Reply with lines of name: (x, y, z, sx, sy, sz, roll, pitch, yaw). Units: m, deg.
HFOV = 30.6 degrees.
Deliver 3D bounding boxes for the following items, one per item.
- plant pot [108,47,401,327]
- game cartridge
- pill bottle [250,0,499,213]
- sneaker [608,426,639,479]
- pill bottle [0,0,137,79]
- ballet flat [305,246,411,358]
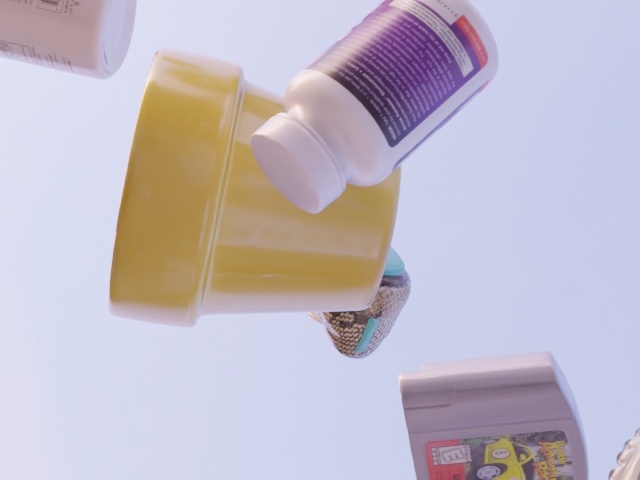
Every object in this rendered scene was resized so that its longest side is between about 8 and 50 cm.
plant pot: (-0.058, -0.034, 1.100, 0.239, 0.254, 0.253, 10, -71, -6)
game cartridge: (0.204, 0.252, 1.333, 0.196, 0.060, 0.294, -10, -53, 5)
pill bottle: (0.040, -0.111, 0.926, 0.108, 0.193, 0.108, 42, -20, 18)
sneaker: (0.211, 0.229, 0.706, 0.110, 0.107, 0.275, -2, -127, 44)
pill bottle: (-0.328, -0.262, 1.281, 0.229, 0.131, 0.131, 13, -72, 4)
ballet flat: (0.000, 0.000, 1.670, 0.482, 0.164, 0.182, -113, -144, -56)
